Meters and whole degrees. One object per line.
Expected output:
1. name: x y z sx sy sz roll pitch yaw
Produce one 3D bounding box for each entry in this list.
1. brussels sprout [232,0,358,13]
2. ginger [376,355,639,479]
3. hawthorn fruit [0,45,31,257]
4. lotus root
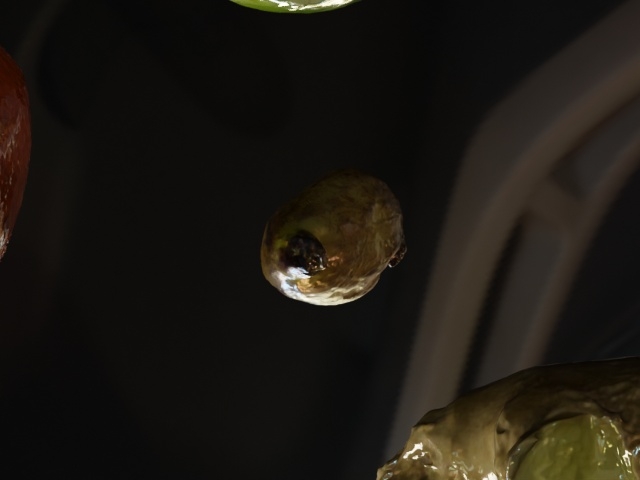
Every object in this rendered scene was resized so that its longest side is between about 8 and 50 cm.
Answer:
1. brussels sprout: -0.023 -0.353 1.677 0.344 0.268 0.344 -18 130 -22
2. ginger: 0.170 0.131 1.231 0.270 0.123 0.219 5 -178 21
3. hawthorn fruit: -0.273 -0.067 1.238 0.211 0.211 0.299 -52 -175 39
4. lotus root: 0.000 0.000 1.494 0.191 0.094 0.108 -13 116 -66
